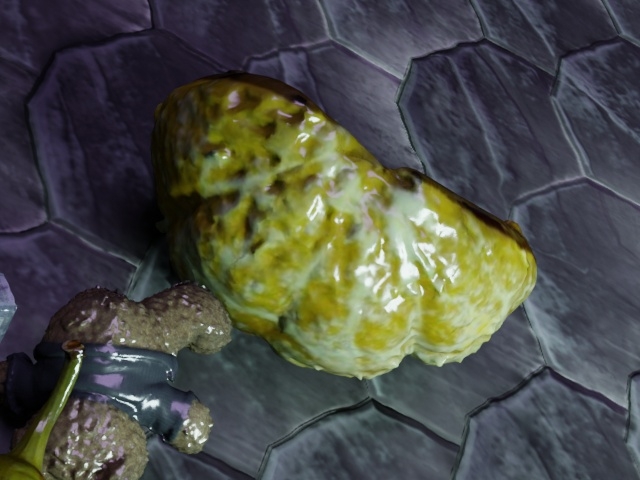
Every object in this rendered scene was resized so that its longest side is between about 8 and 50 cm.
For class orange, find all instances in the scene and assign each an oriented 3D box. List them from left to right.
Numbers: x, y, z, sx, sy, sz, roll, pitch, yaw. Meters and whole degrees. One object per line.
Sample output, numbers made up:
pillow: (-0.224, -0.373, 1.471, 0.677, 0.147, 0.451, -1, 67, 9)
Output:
orange: (0.000, 0.000, 1.739, 0.369, 0.271, 0.210, 31, 76, -2)

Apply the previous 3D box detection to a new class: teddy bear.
teddy bear: (-0.175, 0.105, 1.590, 0.182, 0.129, 0.251, 0, 42, 14)

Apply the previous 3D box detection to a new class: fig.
fig: (-0.232, 0.173, 1.460, 0.124, 0.124, 0.236, 28, 53, -8)

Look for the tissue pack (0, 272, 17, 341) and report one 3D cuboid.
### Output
tissue pack: (-0.325, 0.075, 1.523, 0.156, 0.112, 0.051, -2, 50, -38)
